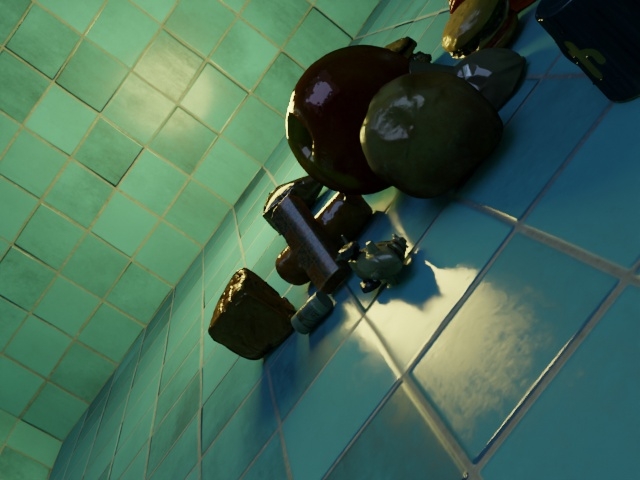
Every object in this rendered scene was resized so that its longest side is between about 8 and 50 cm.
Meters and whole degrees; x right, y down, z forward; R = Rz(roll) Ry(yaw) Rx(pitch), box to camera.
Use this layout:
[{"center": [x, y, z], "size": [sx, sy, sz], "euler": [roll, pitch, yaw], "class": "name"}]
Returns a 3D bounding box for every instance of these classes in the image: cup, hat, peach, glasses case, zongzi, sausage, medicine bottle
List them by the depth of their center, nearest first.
[{"center": [0.360, -0.276, 0.883], "size": [0.131, 0.155, 0.176], "euler": [-55, 16, -4], "class": "cup"}, {"center": [0.189, -0.179, 1.151], "size": [0.235, 0.214, 0.214], "euler": [-1, 52, 44], "class": "peach"}, {"center": [0.266, -0.322, 1.254], "size": [0.144, 0.173, 0.166], "euler": [-53, 15, 37], "class": "hat"}, {"center": [-0.017, 0.142, 1.342], "size": [0.083, 0.047, 0.047], "euler": [-48, 17, 25], "class": "medicine bottle"}, {"center": [0.093, -0.254, 1.411], "size": [0.332, 0.308, 0.308], "euler": [-24, -3, -33], "class": "peach"}, {"center": [-0.024, 0.005, 1.412], "size": [0.075, 0.049, 0.218], "euler": [-48, 56, 21], "class": "glasses case"}, {"center": [0.001, 0.002, 1.496], "size": [0.270, 0.109, 0.109], "euler": [-46, 17, 27], "class": "sausage"}, {"center": [-0.069, -0.142, 2.012], "size": [0.242, 0.112, 0.221], "euler": [-45, 15, 5], "class": "zongzi"}]

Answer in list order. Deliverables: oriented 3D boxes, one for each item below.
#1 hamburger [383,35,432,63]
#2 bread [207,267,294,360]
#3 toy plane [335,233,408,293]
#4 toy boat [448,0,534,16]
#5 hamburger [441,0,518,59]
[{"center": [0.216, -0.441, 1.750], "size": [0.159, 0.131, 0.185], "euler": [-51, 19, -22], "class": "hamburger"}, {"center": [-0.151, 0.164, 1.504], "size": [0.143, 0.158, 0.149], "euler": [-48, 21, 19], "class": "bread"}, {"center": [0.083, 0.028, 1.223], "size": [0.108, 0.092, 0.286], "euler": [-36, 11, -16], "class": "toy plane"}, {"center": [0.383, -0.563, 1.436], "size": [0.332, 0.145, 0.133], "euler": [-19, 49, 58], "class": "toy boat"}, {"center": [0.326, -0.433, 1.398], "size": [0.162, 0.115, 0.162], "euler": [-47, 19, 22], "class": "hamburger"}]
